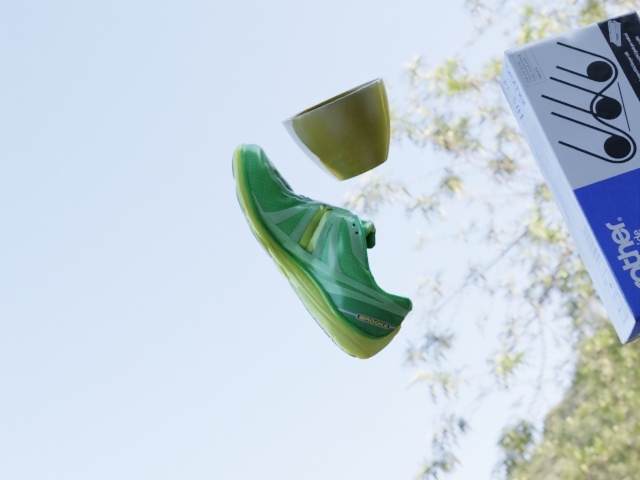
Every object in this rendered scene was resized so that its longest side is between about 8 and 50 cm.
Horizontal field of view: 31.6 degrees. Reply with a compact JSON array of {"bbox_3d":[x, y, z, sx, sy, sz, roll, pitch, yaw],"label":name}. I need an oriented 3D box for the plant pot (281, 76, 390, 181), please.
[{"bbox_3d":[0.033,-0.128,1.371,0.134,0.095,0.134,-24,9,4],"label":"plant pot"}]

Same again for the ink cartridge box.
[{"bbox_3d":[0.200,-0.045,0.732,0.097,0.207,0.046,-18,-25,-4],"label":"ink cartridge box"}]

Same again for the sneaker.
[{"bbox_3d":[0.000,0.000,1.335,0.123,0.296,0.109,-36,-11,-2],"label":"sneaker"}]
